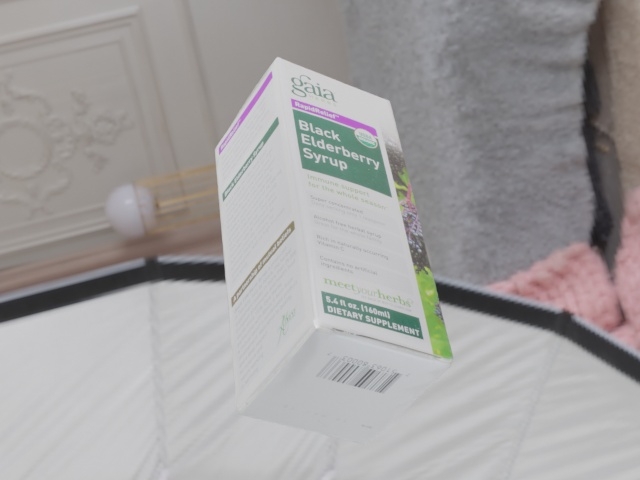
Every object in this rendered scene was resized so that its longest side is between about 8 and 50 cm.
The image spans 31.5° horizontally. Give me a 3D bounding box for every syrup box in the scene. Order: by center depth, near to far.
[{"bbox_3d":[0.000,0.000,0.720,0.096,0.093,0.237,-51,33,37],"label":"syrup box"}]
